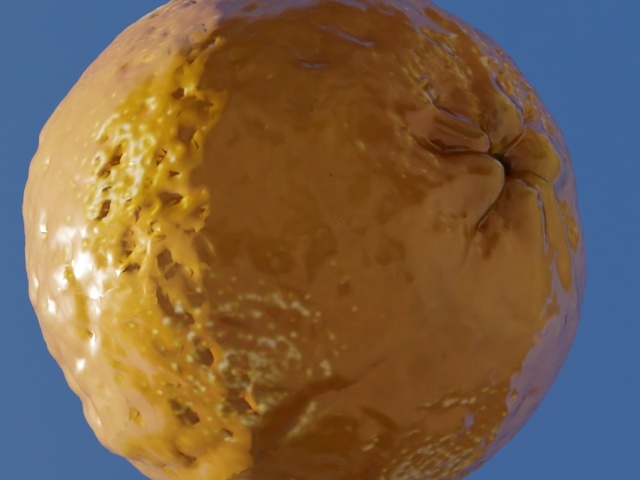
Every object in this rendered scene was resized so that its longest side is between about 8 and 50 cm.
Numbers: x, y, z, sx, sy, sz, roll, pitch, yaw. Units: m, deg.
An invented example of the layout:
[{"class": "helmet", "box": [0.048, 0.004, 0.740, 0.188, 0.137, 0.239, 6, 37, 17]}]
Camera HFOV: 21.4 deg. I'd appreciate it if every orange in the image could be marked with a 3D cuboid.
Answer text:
[{"class": "orange", "box": [0.000, 0.000, 1.012, 0.341, 0.293, 0.340, 27, -132, -35]}]
